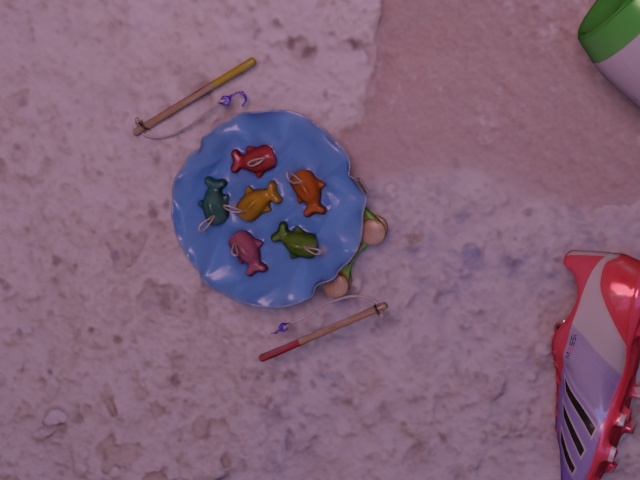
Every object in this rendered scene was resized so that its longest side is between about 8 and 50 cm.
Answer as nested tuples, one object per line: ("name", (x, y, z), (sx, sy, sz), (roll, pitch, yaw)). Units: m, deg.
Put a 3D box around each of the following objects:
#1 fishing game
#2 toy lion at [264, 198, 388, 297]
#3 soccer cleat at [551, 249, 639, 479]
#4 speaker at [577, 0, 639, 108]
("fishing game", (-0.049, -0.025, 0.868), (0.189, 0.041, 0.264), (-24, 95, 15))
("toy lion", (0.000, 0.000, 0.897), (0.096, 0.034, 0.100), (35, 105, 2))
("soccer cleat", (0.254, 0.127, 0.900), (0.095, 0.083, 0.248), (20, 114, 28))
("speaker", (0.360, -0.115, 0.792), (0.296, 0.131, 0.131), (39, 104, -7))
